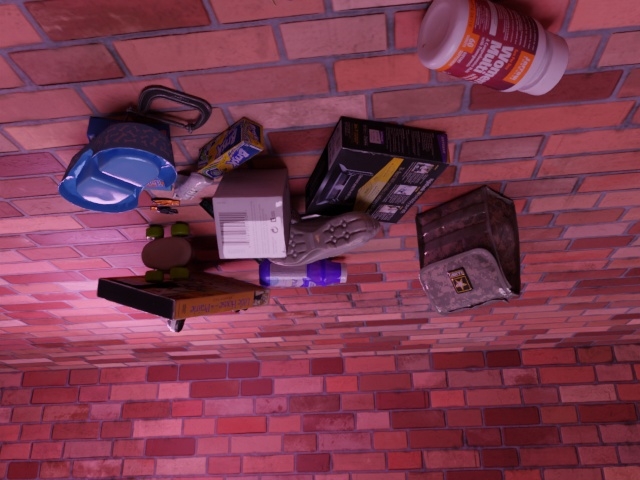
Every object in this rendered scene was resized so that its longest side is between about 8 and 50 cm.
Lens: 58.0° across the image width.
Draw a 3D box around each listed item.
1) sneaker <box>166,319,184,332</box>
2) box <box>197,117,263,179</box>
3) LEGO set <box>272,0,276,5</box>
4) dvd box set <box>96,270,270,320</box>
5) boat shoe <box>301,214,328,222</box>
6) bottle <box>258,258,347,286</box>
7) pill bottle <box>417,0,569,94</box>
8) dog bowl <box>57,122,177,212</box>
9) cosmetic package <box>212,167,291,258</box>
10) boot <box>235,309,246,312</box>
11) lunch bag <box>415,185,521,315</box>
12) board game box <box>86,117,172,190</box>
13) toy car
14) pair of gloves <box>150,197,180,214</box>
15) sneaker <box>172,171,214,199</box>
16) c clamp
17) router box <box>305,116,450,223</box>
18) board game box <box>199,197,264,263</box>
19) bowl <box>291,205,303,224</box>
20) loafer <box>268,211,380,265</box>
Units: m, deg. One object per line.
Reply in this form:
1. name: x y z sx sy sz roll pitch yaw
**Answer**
1. sneaker: -0.520 0.193 1.904 0.178 0.123 0.295 14 -163 -10
2. box: -0.194 -0.193 1.233 0.054 0.059 0.169 17 150 -40
3. LEGO set: -0.019 -0.425 0.714 0.287 0.107 0.132 -33 176 43
4. dvd box set: -0.392 0.155 1.720 0.308 0.062 0.420 11 -174 31
5. boat shoe: 0.027 -0.037 1.565 0.226 0.083 0.076 -10 156 20
6. bottle: -0.057 0.103 1.865 0.283 0.092 0.118 1 161 -6
7. pill bottle: 0.276 -0.307 0.919 0.221 0.121 0.121 10 154 -22
8. dog bowl: -0.417 -0.147 1.191 0.297 0.074 0.166 -23 148 38
9. cosmetic package: -0.149 -0.065 1.313 0.151 0.183 0.151 -1 117 2
10. boot: -0.300 0.202 1.898 0.114 0.037 0.106 14 -173 23
11. lunch bag: 0.386 0.042 1.511 0.169 0.287 0.235 18 150 -38
12. board game box: -0.408 -0.182 1.261 0.160 0.047 0.210 4 155 -11
13. toy car: -0.416 0.053 1.683 0.149 0.155 0.188 -6 165 11
14. pair of gloves: -0.409 -0.089 1.519 0.074 0.010 0.083 6 156 -17
15. sneaker: -0.295 -0.123 1.337 0.054 0.061 0.152 20 167 -37
16. c clamp: -0.302 -0.250 1.143 0.161 0.022 0.137 9 144 -23
17. router box: 0.117 -0.147 1.323 0.243 0.081 0.309 6 155 -15
18. board game box: -0.228 -0.024 1.497 0.026 0.186 0.126 -45 153 -6
19. bowl: -0.120 -0.059 1.513 0.170 0.080 0.170 -1 157 0
20. loafer: 0.000 0.000 1.423 0.319 0.112 0.111 -11 174 36
